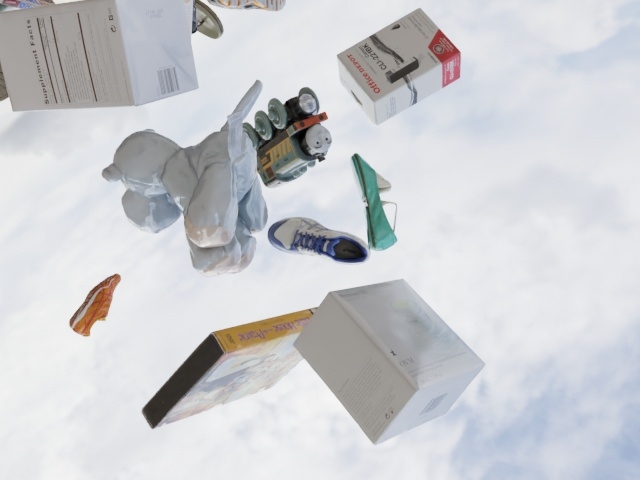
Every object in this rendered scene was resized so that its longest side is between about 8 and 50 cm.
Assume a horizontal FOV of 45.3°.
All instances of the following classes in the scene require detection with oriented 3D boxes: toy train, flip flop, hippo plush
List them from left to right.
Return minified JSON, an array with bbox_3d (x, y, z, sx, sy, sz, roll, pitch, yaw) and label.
[{"bbox_3d":[-0.364,-0.555,1.844,0.112,0.277,0.080,-10,-122,61],"label":"flip flop"},{"bbox_3d":[-0.227,-0.081,1.211,0.237,0.294,0.234,8,-142,12],"label":"hippo plush"},{"bbox_3d":[-0.081,-0.253,1.934,0.142,0.190,0.334,-26,-178,-30],"label":"toy train"}]

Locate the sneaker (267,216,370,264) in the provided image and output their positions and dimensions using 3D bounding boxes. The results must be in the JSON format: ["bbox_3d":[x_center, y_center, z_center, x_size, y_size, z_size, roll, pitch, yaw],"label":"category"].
[{"bbox_3d":[0.000,0.000,2.136,0.131,0.296,0.112,-152,-108,-84],"label":"sneaker"}]

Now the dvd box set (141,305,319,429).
[{"bbox_3d":[-0.175,0.287,1.790,0.307,0.420,0.062,-46,-112,28],"label":"dvd box set"}]

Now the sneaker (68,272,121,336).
[{"bbox_3d":[-0.526,0.153,1.822,0.064,0.067,0.175,-10,-138,52],"label":"sneaker"}]

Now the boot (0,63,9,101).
[{"bbox_3d":[-0.757,-0.448,1.856,0.213,0.077,0.165,-60,-140,8],"label":"boot"}]

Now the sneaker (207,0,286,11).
[{"bbox_3d":[-0.167,-0.566,1.759,0.215,0.084,0.083,-11,-169,-44],"label":"sneaker"}]

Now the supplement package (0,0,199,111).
[{"bbox_3d":[-0.390,-0.326,1.333,0.293,0.175,0.177,3,-159,29],"label":"supplement package"}]

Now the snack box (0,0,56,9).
[{"bbox_3d":[-0.620,-0.509,1.610,0.022,0.064,0.178,-41,171,18],"label":"snack box"}]

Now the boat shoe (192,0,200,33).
[{"bbox_3d":[-0.292,-0.460,1.613,0.080,0.076,0.228,-34,-150,33],"label":"boat shoe"}]

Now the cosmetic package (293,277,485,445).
[{"bbox_3d":[0.118,0.194,1.307,0.224,0.224,0.138,46,-60,27],"label":"cosmetic package"}]

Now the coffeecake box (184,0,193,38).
[{"bbox_3d":[-0.307,-0.433,1.426,0.142,0.185,0.068,16,-162,37],"label":"coffeecake box"}]

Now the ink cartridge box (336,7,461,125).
[{"bbox_3d":[0.206,-0.462,2.043,0.273,0.114,0.197,-31,-116,-6],"label":"ink cartridge box"}]

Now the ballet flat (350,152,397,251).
[{"bbox_3d":[0.137,-0.096,1.849,0.087,0.247,0.083,-11,170,-7],"label":"ballet flat"}]
